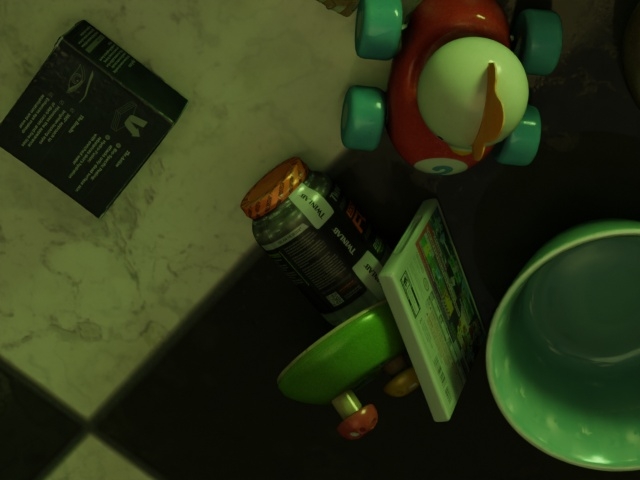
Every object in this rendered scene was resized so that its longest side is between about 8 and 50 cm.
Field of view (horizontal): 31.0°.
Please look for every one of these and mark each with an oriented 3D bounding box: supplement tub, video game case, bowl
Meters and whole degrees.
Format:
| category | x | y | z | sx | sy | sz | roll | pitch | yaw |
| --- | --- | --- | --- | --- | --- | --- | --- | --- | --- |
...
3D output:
| category | x | y | z | sx | sy | sz | roll | pitch | yaw |
| --- | --- | --- | --- | --- | --- | --- | --- | --- | --- |
| supplement tub | 0.000 | 0.000 | 1.367 | 0.117 | 0.117 | 0.190 | -35 | 108 | 18 |
| video game case | 0.135 | 0.079 | 1.358 | 0.023 | 0.183 | 0.201 | -11 | 114 | 28 |
| bowl | 0.346 | 0.096 | 1.358 | 0.312 | 0.163 | 0.311 | 2 | 116 | 4 |

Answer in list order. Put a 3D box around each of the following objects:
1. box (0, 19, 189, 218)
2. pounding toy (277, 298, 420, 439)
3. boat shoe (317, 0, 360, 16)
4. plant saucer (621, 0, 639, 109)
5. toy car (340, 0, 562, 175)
| category | x | y | z | sx | sy | sz | roll | pitch | yaw |
| --- | --- | --- | --- | --- | --- | --- | --- | --- | --- |
| box | -0.265 | -0.140 | 1.337 | 0.158 | 0.093 | 0.156 | 38 | 112 | -11 |
| pounding toy | 0.063 | 0.158 | 1.364 | 0.183 | 0.237 | 0.110 | -39 | 76 | 18 |
| boat shoe | 0.070 | -0.320 | 1.249 | 0.072 | 0.068 | 0.190 | 33 | 125 | -24 |
| plant saucer | 0.472 | -0.174 | 1.212 | 0.311 | 0.050 | 0.310 | 14 | 140 | 12 |
| toy car | 0.148 | -0.141 | 1.207 | 0.219 | 0.238 | 0.210 | 5 | 115 | -7 |
